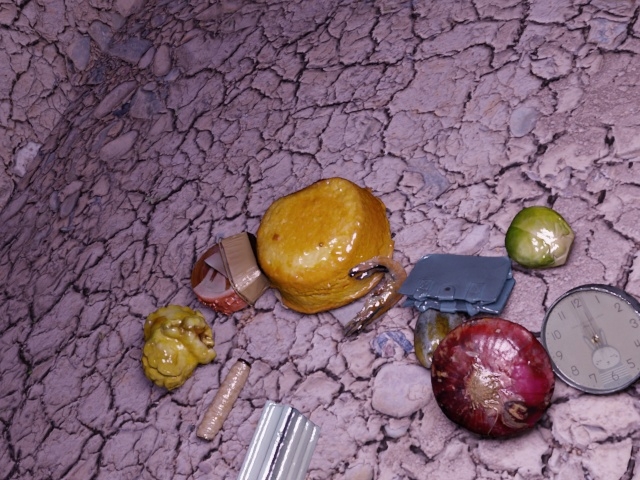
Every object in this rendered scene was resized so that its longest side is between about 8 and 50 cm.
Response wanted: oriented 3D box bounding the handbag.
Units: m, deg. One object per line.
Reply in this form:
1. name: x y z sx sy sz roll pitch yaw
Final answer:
1. handbag: 0.306 0.100 1.706 0.229 0.062 0.179 2 31 31

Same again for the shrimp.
1. shrimp: 0.111 0.132 1.812 0.219 0.152 0.046 -48 30 2

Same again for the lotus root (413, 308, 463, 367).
1. lotus root: 0.264 0.200 1.696 0.113 0.088 0.192 -10 39 19

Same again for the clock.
1. clock: 0.533 0.191 1.477 0.215 0.042 0.214 3 95 36

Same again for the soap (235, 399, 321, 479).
1. soap: -0.100 0.495 1.677 0.094 0.150 0.261 4 60 32

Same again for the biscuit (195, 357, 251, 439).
1. biscuit: -0.241 0.399 1.909 0.219 0.055 0.061 -61 12 -19

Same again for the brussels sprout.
1. brussels sprout: 0.485 -0.005 1.686 0.155 0.117 0.155 -6 76 23

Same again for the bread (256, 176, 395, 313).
1. bread: -0.003 0.002 1.933 0.358 0.204 0.336 -24 48 21

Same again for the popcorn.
1. popcorn: -0.372 0.281 2.017 0.203 0.200 0.226 3 22 5

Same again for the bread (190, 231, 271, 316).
1. bread: -0.248 0.089 2.082 0.212 0.142 0.224 -30 47 7

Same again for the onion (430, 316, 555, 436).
1. onion: 0.342 0.272 1.523 0.246 0.190 0.246 0 89 29
